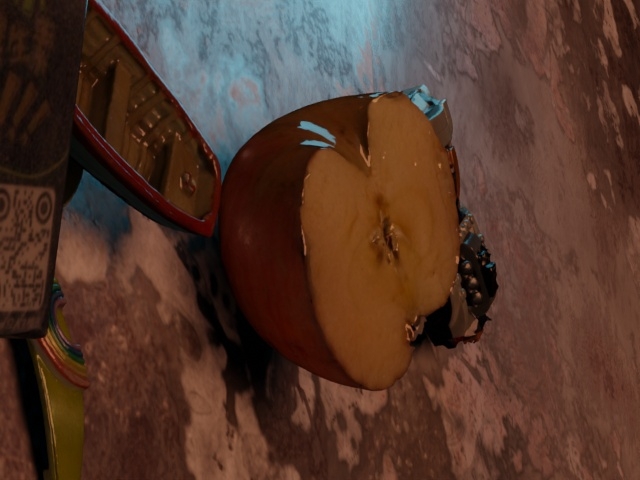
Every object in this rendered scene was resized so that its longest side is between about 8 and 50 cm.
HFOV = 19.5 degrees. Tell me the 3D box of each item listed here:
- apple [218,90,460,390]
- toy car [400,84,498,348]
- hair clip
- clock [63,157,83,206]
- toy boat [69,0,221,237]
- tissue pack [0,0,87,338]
[{"bbox_3d":[0.000,0.000,1.780,0.293,0.163,0.251,-42,122,-49],"label":"apple"},{"bbox_3d":[0.125,-0.025,2.123,0.301,0.118,0.193,69,22,-12],"label":"toy car"},{"bbox_3d":[-0.206,0.106,1.430,0.060,0.033,0.188,14,62,-61],"label":"hair clip"},{"bbox_3d":[-0.260,-0.127,1.468,0.235,0.029,0.235,44,37,-48],"label":"clock"},{"bbox_3d":[-0.198,-0.135,1.479,0.392,0.079,0.136,49,34,-43],"label":"toy boat"},{"bbox_3d":[-0.268,-0.133,1.197,0.288,0.124,0.394,2,95,-63],"label":"tissue pack"}]
